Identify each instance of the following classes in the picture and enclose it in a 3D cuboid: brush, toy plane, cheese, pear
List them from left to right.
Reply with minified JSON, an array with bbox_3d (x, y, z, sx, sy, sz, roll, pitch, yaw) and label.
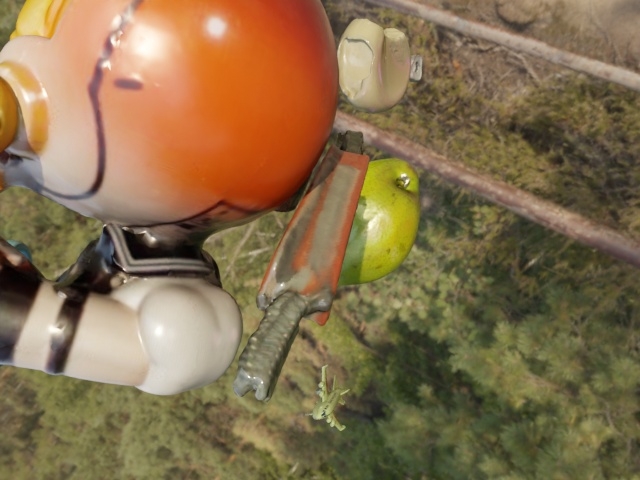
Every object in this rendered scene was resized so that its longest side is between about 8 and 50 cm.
[{"bbox_3d":[0.001,0.000,0.455,0.051,0.323,0.070,22,127,1],"label":"brush"},{"bbox_3d":[0.011,0.244,0.883,0.040,0.111,0.102,-19,91,27],"label":"toy plane"},{"bbox_3d":[0.073,-0.033,0.950,0.187,0.220,0.187,45,-162,-19],"label":"pear"},{"bbox_3d":[0.126,-0.325,1.099,0.082,0.286,0.163,10,111,30],"label":"cheese"}]

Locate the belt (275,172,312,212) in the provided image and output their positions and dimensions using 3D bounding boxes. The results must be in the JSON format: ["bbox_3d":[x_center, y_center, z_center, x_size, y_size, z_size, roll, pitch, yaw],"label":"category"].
[{"bbox_3d":[-0.153,-0.180,1.463,0.289,0.184,0.164,49,126,40],"label":"belt"}]

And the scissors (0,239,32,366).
[{"bbox_3d":[-0.462,0.091,0.701,0.029,0.192,0.447,11,179,-1],"label":"scissors"}]

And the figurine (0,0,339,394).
[{"bbox_3d":[-0.098,-0.068,0.403,0.196,0.323,0.320,18,-174,24],"label":"figurine"}]
